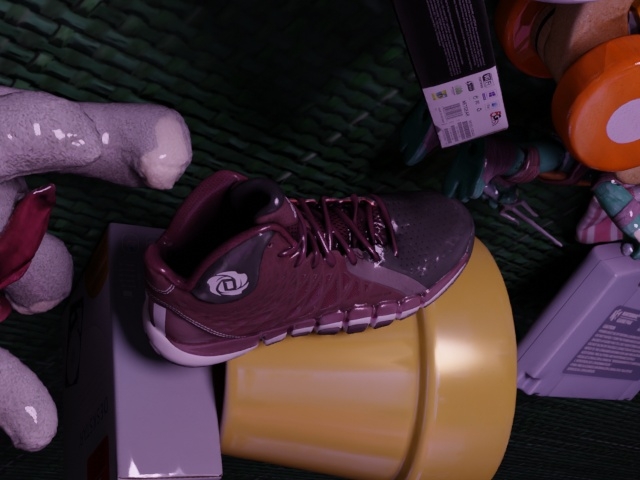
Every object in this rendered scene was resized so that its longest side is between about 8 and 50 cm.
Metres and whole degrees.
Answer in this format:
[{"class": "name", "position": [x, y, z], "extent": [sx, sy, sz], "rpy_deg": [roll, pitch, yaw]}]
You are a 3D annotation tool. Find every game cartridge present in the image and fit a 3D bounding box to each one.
[{"class": "game cartridge", "position": [0.347, 0.097, 0.987], "extent": [0.297, 0.062, 0.198], "rpy_deg": [13, 114, -45]}]

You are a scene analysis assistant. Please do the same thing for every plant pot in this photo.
[{"class": "plant pot", "position": [0.018, 0.111, 0.792], "extent": [0.238, 0.254, 0.254], "rpy_deg": [2, 148, -16]}]

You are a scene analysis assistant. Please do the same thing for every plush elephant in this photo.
[{"class": "plush elephant", "position": [-0.259, 0.032, 0.559], "extent": [0.271, 0.256, 0.330], "rpy_deg": [-33, 143, 33]}]

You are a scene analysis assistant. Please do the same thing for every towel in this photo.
[{"class": "towel", "position": [0.352, -0.039, 0.833], "extent": [0.196, 0.029, 0.144], "rpy_deg": [-14, 161, 6]}]

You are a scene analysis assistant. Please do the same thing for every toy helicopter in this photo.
[{"class": "toy helicopter", "position": [0.306, -0.110, 0.585], "extent": [0.355, 0.140, 0.235], "rpy_deg": [32, 118, -34]}]

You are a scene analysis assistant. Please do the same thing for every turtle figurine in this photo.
[{"class": "turtle figurine", "position": [0.189, -0.056, 0.704], "extent": [0.234, 0.118, 0.175], "rpy_deg": [10, -175, -29]}]

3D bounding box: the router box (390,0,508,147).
[{"class": "router box", "position": [0.056, -0.155, 0.466], "extent": [0.046, 0.133, 0.179], "rpy_deg": [-16, 150, 11]}]

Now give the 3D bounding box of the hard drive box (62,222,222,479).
[{"class": "hard drive box", "position": [-0.170, 0.131, 0.779], "extent": [0.089, 0.232, 0.181], "rpy_deg": [7, 145, -28]}]

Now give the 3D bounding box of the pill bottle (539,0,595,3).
[{"class": "pill bottle", "position": [0.125, -0.215, 0.403], "extent": [0.103, 0.103, 0.184], "rpy_deg": [-9, 139, -3]}]

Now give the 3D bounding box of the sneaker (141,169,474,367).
[{"class": "sneaker", "position": [0.000, 0.000, 0.634], "extent": [0.281, 0.106, 0.163], "rpy_deg": [-20, 150, -14]}]

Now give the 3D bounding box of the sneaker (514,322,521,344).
[{"class": "sneaker", "position": [0.169, 0.155, 1.051], "extent": [0.178, 0.124, 0.295], "rpy_deg": [-16, 150, 28]}]
